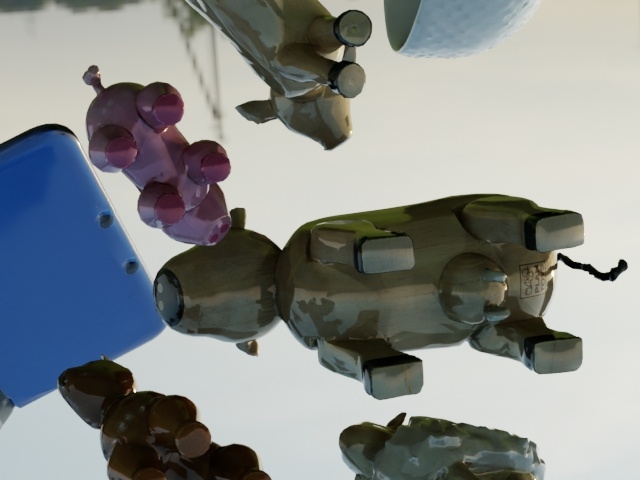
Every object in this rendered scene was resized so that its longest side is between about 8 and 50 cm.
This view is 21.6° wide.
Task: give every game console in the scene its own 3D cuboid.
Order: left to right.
[{"bbox_3d":[-0.298,0.011,1.341,0.250,0.293,0.173,23,-116,27],"label":"game console"}]

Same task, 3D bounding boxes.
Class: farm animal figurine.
[{"bbox_3d":[0.000,0.000,0.929,0.327,0.330,0.172,12,-175,-22],"label":"farm animal figurine"}]

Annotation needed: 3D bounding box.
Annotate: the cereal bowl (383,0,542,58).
[{"bbox_3d":[0.147,-0.314,1.380,0.141,0.338,0.339,5,-172,-6],"label":"cereal bowl"}]
